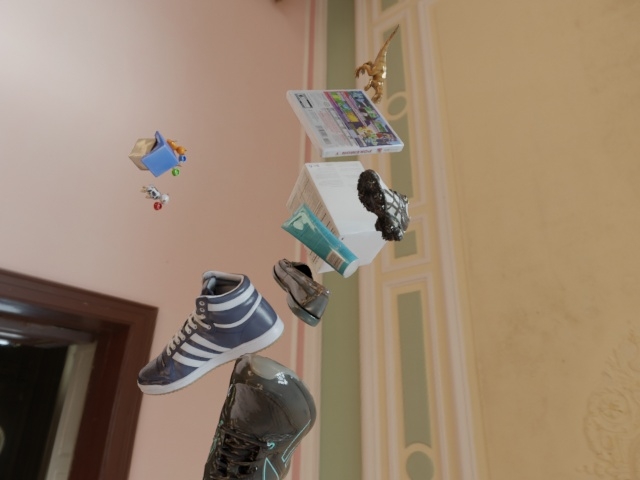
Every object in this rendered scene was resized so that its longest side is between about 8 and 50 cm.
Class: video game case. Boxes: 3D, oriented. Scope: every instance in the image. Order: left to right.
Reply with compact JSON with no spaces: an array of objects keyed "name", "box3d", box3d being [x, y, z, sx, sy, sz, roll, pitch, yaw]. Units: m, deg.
[{"name":"video game case","box3d":[0.047,-0.246,0.945,0.023,0.183,0.201,108,-35,-46]}]

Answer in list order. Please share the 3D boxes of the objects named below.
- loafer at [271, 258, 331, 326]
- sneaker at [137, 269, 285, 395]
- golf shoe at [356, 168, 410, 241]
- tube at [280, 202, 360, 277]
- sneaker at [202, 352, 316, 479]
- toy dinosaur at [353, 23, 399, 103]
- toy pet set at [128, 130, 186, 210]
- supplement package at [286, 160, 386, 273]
[{"name":"loafer","box3d":[-0.036,0.093,1.007,0.084,0.096,0.267,-53,-155,6]},{"name":"sneaker","box3d":[-0.221,0.156,0.806,0.282,0.153,0.099,-25,-153,3]},{"name":"golf shoe","box3d":[0.150,-0.092,1.058,0.077,0.198,0.094,11,-130,44]},{"name":"tube","box3d":[0.000,0.000,1.048,0.080,0.052,0.207,-45,-116,-5]},{"name":"sneaker","box3d":[-0.072,0.232,0.500,0.101,0.267,0.106,19,-140,14]},{"name":"toy dinosaur","box3d":[0.161,-0.486,1.291,0.112,0.064,0.211,13,-81,29]},{"name":"toy pet set","box3d":[-0.248,-0.125,0.756,0.065,0.114,0.122,4,-119,20]},{"name":"supplement package","box3d":[0.053,-0.073,1.376,0.262,0.199,0.198,65,-34,28]}]
